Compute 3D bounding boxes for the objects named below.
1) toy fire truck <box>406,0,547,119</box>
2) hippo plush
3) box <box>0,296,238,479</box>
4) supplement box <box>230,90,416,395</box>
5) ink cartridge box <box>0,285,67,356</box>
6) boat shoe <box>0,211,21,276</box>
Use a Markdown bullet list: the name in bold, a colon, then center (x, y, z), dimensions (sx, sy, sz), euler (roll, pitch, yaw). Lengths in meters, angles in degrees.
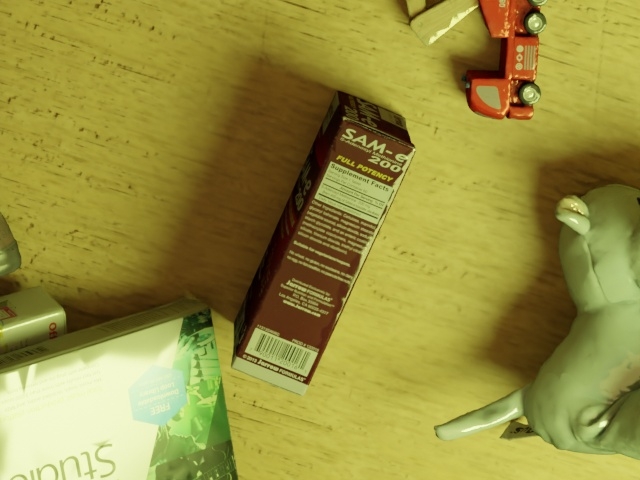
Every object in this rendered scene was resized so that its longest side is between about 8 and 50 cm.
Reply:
- **toy fire truck**: center (0.126, -0.200, 1.604), dimensions (0.135, 0.047, 0.192), euler (2, 106, -2)
- **hippo plush**: center (0.292, 0.072, 1.634), dimensions (0.294, 0.234, 0.236), euler (3, 88, 40)
- **box**: center (-0.184, 0.234, 1.657), dimensions (0.232, 0.058, 0.322), euler (-17, 109, -28)
- **supplement box**: center (0.000, 0.000, 1.612), dimensions (0.073, 0.130, 0.239), euler (23, 103, -7)
- **ink cartridge box**: center (-0.287, 0.102, 1.636), dimensions (0.122, 0.052, 0.088), euler (-16, 125, -28)
- **boat shoe**: center (-0.396, 0.053, 1.630), dimensions (0.285, 0.103, 0.092), euler (-29, 99, 0)
